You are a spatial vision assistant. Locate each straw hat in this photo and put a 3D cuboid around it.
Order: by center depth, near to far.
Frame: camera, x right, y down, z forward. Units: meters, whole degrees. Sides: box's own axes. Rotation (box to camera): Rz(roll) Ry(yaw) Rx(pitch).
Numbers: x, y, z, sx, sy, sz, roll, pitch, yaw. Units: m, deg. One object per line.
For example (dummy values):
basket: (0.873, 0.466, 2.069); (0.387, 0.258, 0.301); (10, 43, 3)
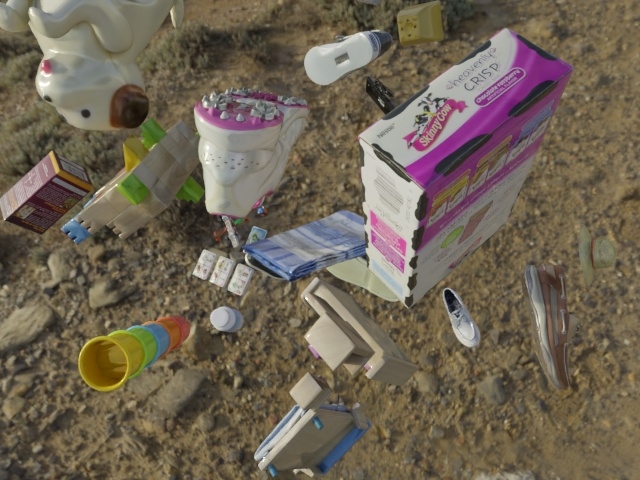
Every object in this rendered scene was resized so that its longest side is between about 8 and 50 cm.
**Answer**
straw hat: (0.640, 0.031, 1.161); (0.061, 0.144, 0.144); (-6, 42, 39)

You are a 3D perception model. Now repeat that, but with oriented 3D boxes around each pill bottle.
pill bottle: (-0.340, 0.285, 1.834); (0.087, 0.160, 0.087); (-2, 77, 7)

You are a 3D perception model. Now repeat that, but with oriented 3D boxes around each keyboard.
keyboard: (0.220, -0.481, 1.712); (0.038, 0.100, 0.192); (-30, 68, -12)

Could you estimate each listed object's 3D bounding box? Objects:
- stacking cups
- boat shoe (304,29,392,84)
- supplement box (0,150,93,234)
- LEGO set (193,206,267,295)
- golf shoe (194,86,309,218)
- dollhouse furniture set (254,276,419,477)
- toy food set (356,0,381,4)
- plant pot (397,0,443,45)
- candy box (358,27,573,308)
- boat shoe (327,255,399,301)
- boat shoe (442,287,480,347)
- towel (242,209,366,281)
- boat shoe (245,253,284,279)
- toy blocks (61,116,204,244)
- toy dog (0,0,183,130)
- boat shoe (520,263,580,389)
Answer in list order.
stacking cups: (-0.343, 0.197, 1.003); (0.096, 0.316, 0.096); (0, 94, 7)
boat shoe: (0.074, -0.522, 1.423); (0.105, 0.113, 0.306); (-30, 14, -32)
supplement box: (-0.667, -0.114, 1.236); (0.188, 0.104, 0.080); (-38, 60, 8)
LEGO set: (-0.228, 0.012, 1.397); (0.183, 0.060, 0.244); (18, 84, 28)
golf shoe: (-0.089, -0.125, 0.667); (0.115, 0.140, 0.306); (12, 21, 6)
dollhouse furniture set: (-0.039, 0.239, 0.854); (0.303, 0.286, 0.198); (-49, 54, 5)
toy food set: (0.054, -0.559, 1.017); (0.105, 0.232, 0.111); (29, 99, 37)
plant pot: (0.206, -0.458, 1.084); (0.081, 0.081, 0.083); (5, 29, 36)
candy box: (0.118, -0.048, 0.467); (0.159, 0.233, 0.071); (-38, 64, -13)
boat shoe: (0.132, 0.064, 1.575); (0.340, 0.127, 0.113); (26, 28, 23)
boat shoe: (0.393, 0.212, 1.430); (0.066, 0.063, 0.184); (-25, 48, 19)
towel: (0.000, 0.000, 1.105); (0.285, 0.034, 0.209); (-20, 28, -30)
boat shoe: (-0.199, 0.099, 2.119); (0.079, 0.233, 0.084); (-39, 41, 31)
toy blocks: (-0.419, -0.119, 1.160); (0.261, 0.190, 0.381); (-30, 25, 25)
toy dog: (-0.471, -0.437, 1.065); (0.285, 0.395, 0.407); (12, 95, 15)
boat shoe: (0.599, 0.215, 1.286); (0.117, 0.123, 0.324); (-12, 91, 11)
